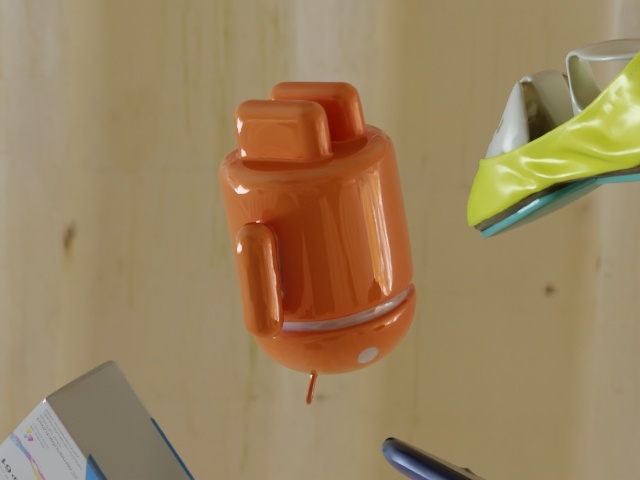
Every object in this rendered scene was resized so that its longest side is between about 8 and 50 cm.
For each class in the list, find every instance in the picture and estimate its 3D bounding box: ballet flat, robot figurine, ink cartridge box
[{"bbox_3d":[0.137,-0.058,0.821,0.077,0.077,0.231,-22,180,-23],"label":"ballet flat"},{"bbox_3d":[0.002,-0.001,1.115,0.128,0.219,0.158,-10,-161,-2],"label":"robot figurine"},{"bbox_3d":[-0.135,0.136,0.906,0.052,0.122,0.088,-30,-98,-37],"label":"ink cartridge box"}]

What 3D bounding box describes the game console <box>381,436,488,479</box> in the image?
[{"bbox_3d":[0.220,0.111,0.642,0.293,0.250,0.173,30,-154,-44],"label":"game console"}]
